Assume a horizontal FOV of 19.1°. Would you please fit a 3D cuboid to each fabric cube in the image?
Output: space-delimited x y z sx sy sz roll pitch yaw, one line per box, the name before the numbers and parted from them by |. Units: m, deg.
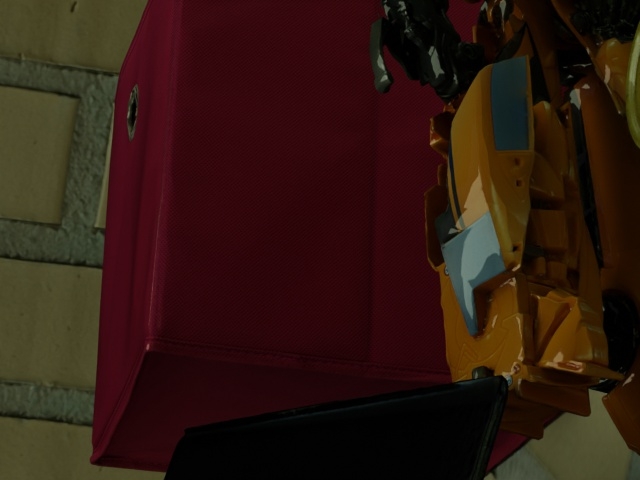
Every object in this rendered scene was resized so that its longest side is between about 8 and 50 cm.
fabric cube | 0.000 0.000 1.201 0.254 0.259 0.258 125 150 -65

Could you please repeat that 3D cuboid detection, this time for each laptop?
laptop | 0.019 0.307 0.846 0.408 0.236 0.382 57 157 -5

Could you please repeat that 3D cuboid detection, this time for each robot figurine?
robot figurine | 0.121 -0.044 0.840 0.085 0.211 0.291 -32 50 43

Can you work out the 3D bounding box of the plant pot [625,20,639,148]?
plant pot | 0.179 -0.064 0.762 0.134 0.095 0.134 -172 90 -78
